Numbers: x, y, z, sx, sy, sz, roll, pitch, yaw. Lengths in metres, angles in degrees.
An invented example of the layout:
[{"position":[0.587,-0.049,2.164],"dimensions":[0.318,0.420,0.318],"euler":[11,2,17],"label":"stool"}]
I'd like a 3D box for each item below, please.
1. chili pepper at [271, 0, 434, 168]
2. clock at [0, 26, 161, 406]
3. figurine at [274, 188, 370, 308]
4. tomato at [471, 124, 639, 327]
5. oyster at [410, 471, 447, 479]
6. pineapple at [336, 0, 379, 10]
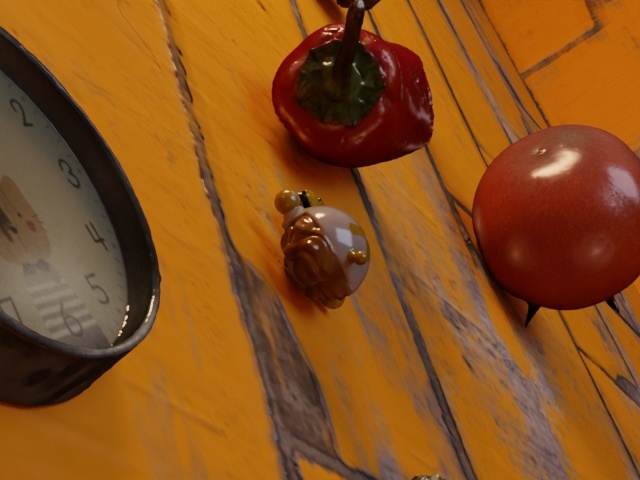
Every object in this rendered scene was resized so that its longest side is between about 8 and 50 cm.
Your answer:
[{"position":[0.019,-0.135,1.131],"dimensions":[0.338,0.131,0.134],"euler":[-16,98,-76],"label":"chili pepper"},{"position":[-0.164,-0.027,0.584],"dimensions":[0.226,0.049,0.226],"euler":[50,19,-24],"label":"clock"},{"position":[0.002,0.004,0.959],"dimensions":[0.143,0.068,0.101],"euler":[47,18,-87],"label":"figurine"},{"position":[0.324,-0.030,1.577],"dimensions":[0.255,0.256,0.224],"euler":[-96,163,-56],"label":"tomato"},{"position":[0.069,0.209,0.836],"dimensions":[0.100,0.037,0.098],"euler":[68,23,-49],"label":"oyster"},{"position":[-0.017,-0.474,1.633],"dimensions":[0.340,0.169,0.169],"euler":[44,20,-11],"label":"pineapple"}]
